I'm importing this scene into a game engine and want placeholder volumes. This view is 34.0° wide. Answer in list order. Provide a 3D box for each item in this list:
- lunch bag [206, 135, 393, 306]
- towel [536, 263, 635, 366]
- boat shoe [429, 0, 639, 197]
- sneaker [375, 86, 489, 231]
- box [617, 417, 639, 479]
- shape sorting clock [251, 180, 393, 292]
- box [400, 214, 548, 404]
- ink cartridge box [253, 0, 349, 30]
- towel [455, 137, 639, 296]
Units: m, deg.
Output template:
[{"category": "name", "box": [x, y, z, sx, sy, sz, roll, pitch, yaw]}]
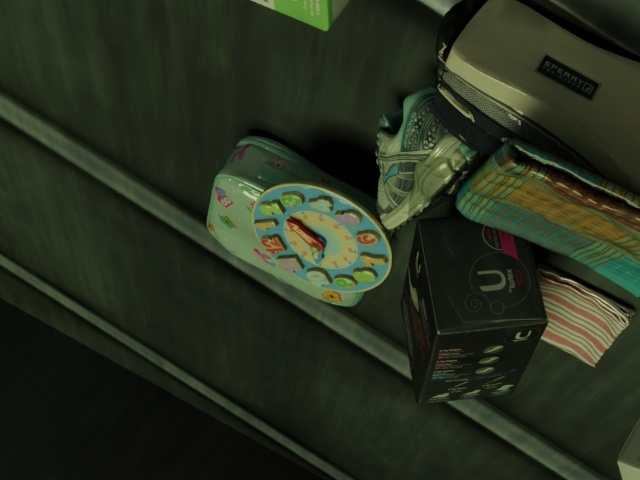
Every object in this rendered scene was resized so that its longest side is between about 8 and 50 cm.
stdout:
[{"category": "lunch bag", "box": [-0.025, -0.027, 1.546, 0.279, 0.108, 0.224, 28, 149, 5]}, {"category": "towel", "box": [0.345, 0.112, 1.465, 0.144, 0.029, 0.197, 28, 155, 11]}, {"category": "boat shoe", "box": [0.263, -0.111, 1.060, 0.340, 0.127, 0.158, 37, 163, 9]}, {"category": "sneaker", "box": [0.120, -0.104, 1.274, 0.122, 0.110, 0.283, 56, 161, 6]}, {"category": "box", "box": [0.504, 0.298, 1.417, 0.119, 0.182, 0.181, 16, 146, 38]}, {"category": "shape sorting clock", "box": [0.000, 0.000, 1.421, 0.206, 0.040, 0.206, 21, 144, 16]}, {"category": "box", "box": [0.196, 0.095, 1.394, 0.143, 0.165, 0.270, -6, 153, -3]}, {"category": "ink cartridge box", "box": [-0.088, -0.348, 1.010, 0.273, 0.115, 0.198, 25, 155, 16]}, {"category": "towel", "box": [0.283, -0.012, 1.113, 0.271, 0.040, 0.370, 25, 177, 3]}]
